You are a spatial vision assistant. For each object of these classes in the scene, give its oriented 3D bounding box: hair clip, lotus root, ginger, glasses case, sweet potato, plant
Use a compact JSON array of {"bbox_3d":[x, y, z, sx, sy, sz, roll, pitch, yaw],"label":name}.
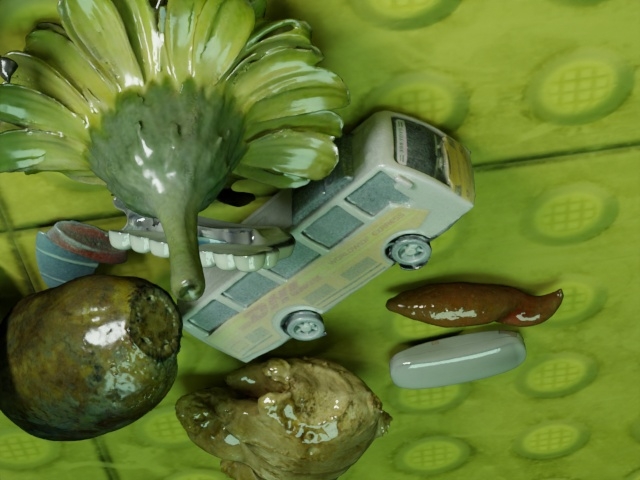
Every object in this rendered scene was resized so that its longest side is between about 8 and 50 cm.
[{"bbox_3d":[-0.108,-0.009,1.353,0.220,0.054,0.140,11,-170,33],"label":"hair clip"},{"bbox_3d":[-0.248,0.124,1.484,0.160,0.152,0.275,33,142,-26],"label":"lotus root"},{"bbox_3d":[-0.056,0.260,1.719,0.236,0.166,0.375,-3,137,-21],"label":"ginger"},{"bbox_3d":[0.163,0.142,1.699,0.164,0.041,0.063,-13,143,5],"label":"glasses case"},{"bbox_3d":[0.174,0.073,1.604,0.202,0.058,0.055,3,120,-11],"label":"sweet potato"},{"bbox_3d":[-0.115,-0.073,1.258,0.306,0.297,0.261,-28,165,13],"label":"plant"}]

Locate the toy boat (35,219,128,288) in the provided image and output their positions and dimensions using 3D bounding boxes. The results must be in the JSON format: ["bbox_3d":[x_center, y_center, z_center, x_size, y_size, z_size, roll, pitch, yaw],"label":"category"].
[{"bbox_3d":[-0.264,0.030,1.492,0.096,0.034,0.122,20,136,-23],"label":"toy boat"}]

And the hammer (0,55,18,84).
[{"bbox_3d":[-0.294,-0.059,1.230,0.027,0.125,0.297,-27,141,-33],"label":"hammer"}]

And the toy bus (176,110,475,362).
[{"bbox_3d":[0.000,0.000,1.453,0.138,0.097,0.342,30,130,-29],"label":"toy bus"}]
